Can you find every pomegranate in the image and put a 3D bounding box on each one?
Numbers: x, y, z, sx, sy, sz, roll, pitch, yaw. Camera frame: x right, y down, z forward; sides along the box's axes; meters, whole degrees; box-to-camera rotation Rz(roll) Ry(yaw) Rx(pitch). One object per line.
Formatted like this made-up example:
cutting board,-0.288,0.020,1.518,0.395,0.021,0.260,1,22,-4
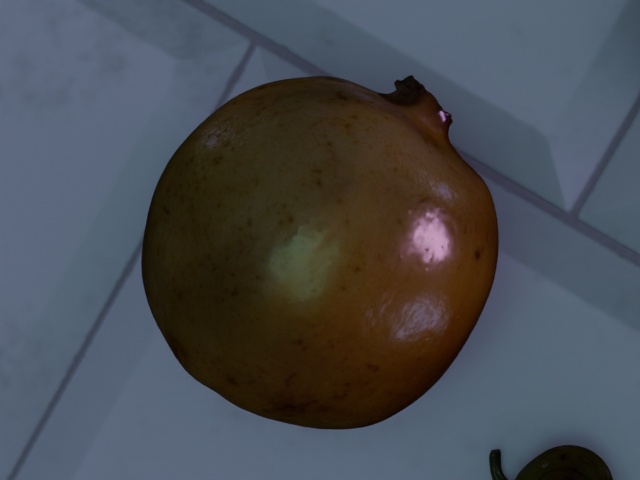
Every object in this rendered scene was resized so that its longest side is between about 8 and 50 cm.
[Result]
pomegranate,0.000,0.000,1.133,0.264,0.264,0.264,0,91,12

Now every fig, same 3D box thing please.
fig,0.171,0.197,1.199,0.098,0.082,0.084,-1,112,46
